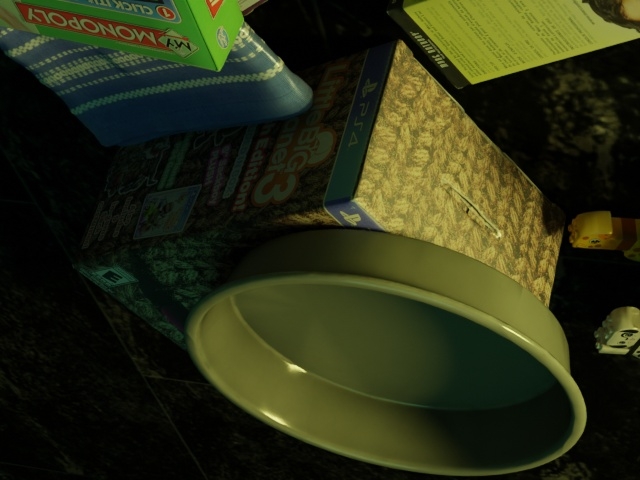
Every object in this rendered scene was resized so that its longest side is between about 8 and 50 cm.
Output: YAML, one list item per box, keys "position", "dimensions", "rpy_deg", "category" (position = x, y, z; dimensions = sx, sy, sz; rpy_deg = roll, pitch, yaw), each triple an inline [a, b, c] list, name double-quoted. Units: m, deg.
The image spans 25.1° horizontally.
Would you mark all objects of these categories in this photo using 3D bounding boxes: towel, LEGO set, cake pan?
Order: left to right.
- position: [-0.186, -0.172, 0.983]
  dimensions: [0.243, 0.040, 0.336]
  rpy_deg: [-2, 148, 46]
  category: "towel"
- position: [0.048, 0.084, 1.039]
  dimensions: [0.293, 0.054, 0.293]
  rpy_deg: [12, 149, 7]
  category: "cake pan"
- position: [0.240, 0.004, 1.062]
  dimensions: [0.093, 0.087, 0.227]
  rpy_deg: [4, 151, -9]
  category: "LEGO set"

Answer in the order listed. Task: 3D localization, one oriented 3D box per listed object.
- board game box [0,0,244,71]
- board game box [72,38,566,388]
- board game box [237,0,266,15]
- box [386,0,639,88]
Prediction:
- position: [-0.219, -0.206, 0.851]
  dimensions: [0.317, 0.046, 0.213]
  rpy_deg: [14, 155, 20]
  category: "board game box"
- position: [0.000, 0.000, 1.120]
  dimensions: [0.291, 0.141, 0.232]
  rpy_deg: [-13, 139, 40]
  category: "board game box"
- position: [-0.108, -0.277, 0.817]
  dimensions: [0.347, 0.056, 0.208]
  rpy_deg: [35, 149, -28]
  category: "board game box"
- position: [0.158, -0.161, 0.864]
  dimensions: [0.232, 0.058, 0.087]
  rpy_deg: [-13, 139, 40]
  category: "box"
